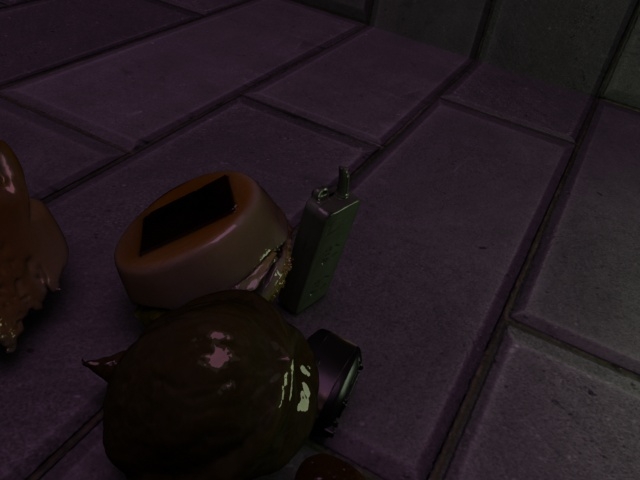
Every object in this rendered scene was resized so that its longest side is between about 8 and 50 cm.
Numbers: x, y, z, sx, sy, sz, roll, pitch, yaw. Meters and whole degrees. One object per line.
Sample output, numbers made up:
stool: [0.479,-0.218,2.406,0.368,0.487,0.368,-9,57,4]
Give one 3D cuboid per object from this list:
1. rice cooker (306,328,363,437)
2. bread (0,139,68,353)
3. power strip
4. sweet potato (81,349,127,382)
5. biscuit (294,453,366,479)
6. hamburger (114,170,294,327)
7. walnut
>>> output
rice cooker: [-0.003,0.207,0.916,0.106,0.112,0.165,22,45,5]
bread: [-0.567,0.027,0.901,0.328,0.246,0.424,20,33,11]
power strip: [0.000,0.000,1.042,0.053,0.288,0.093,39,45,22]
sweet potato: [-0.208,0.188,0.928,0.269,0.075,0.075,-1,37,-32]
biscuit: [-0.084,0.402,0.676,0.431,0.064,0.283,-21,39,-32]
hamburger: [-0.184,0.023,1.013,0.301,0.170,0.302,-18,33,13]
walnut: [-0.139,0.188,0.776,0.227,0.283,0.283,36,17,-41]
